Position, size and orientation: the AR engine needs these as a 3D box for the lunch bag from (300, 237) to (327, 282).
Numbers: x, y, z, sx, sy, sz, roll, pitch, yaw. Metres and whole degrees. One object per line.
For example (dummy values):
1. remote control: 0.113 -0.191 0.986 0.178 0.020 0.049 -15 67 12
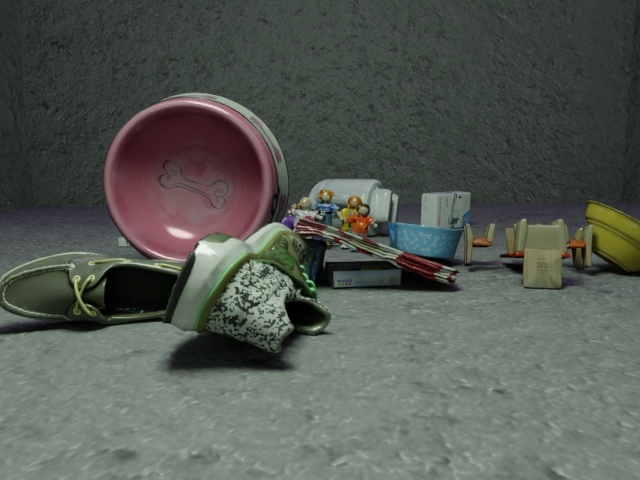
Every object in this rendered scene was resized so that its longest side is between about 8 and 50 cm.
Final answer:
1. lunch bag: -0.073 0.040 1.031 0.151 0.096 0.129 11 10 8

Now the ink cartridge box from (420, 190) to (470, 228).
1. ink cartridge box: 0.493 -0.118 1.937 0.190 0.140 0.082 -7 12 -33

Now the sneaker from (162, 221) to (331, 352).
1. sneaker: -0.067 0.086 0.751 0.182 0.158 0.410 33 13 9

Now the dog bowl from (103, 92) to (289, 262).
1. dog bowl: -0.270 -0.120 1.059 0.407 0.408 0.150 -1 7 -3

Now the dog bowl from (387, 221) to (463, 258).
1. dog bowl: 0.260 -0.003 1.272 0.165 0.074 0.297 7 2 0

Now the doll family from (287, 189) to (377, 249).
1. doll family: 0.039 -0.065 1.451 0.262 0.163 0.118 7 5 7

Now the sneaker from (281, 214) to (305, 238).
1. sneaker: -0.143 -0.027 1.558 0.104 0.095 0.236 -16 11 -39

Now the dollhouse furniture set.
1. dollhouse furniture set: 0.454 0.031 1.080 0.262 0.135 0.259 1 -3 12

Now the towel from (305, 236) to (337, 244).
1. towel: 0.000 0.000 1.588 0.113 0.023 0.152 0 6 -13

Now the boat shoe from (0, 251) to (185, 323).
1. boat shoe: -0.333 0.075 0.767 0.305 0.109 0.091 0 2 -23

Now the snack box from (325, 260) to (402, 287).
1. snack box: 0.086 0.068 1.023 0.141 0.037 0.100 -1 7 -9

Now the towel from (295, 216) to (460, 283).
1. towel: 0.106 0.017 1.041 0.329 0.037 0.237 19 3 -1

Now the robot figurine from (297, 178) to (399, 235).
1. robot figurine: 0.100 -0.120 1.769 0.353 0.200 0.300 4 -11 28

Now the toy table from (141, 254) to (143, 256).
1. toy table: -0.323 -0.050 1.231 0.274 0.252 0.161 -45 9 -3

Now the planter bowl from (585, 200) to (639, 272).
1. planter bowl: 0.662 0.008 1.088 0.217 0.090 0.217 32 11 -7

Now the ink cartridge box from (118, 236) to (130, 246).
1. ink cartridge box: -0.594 0.002 1.572 0.083 0.028 0.048 0 8 -1
